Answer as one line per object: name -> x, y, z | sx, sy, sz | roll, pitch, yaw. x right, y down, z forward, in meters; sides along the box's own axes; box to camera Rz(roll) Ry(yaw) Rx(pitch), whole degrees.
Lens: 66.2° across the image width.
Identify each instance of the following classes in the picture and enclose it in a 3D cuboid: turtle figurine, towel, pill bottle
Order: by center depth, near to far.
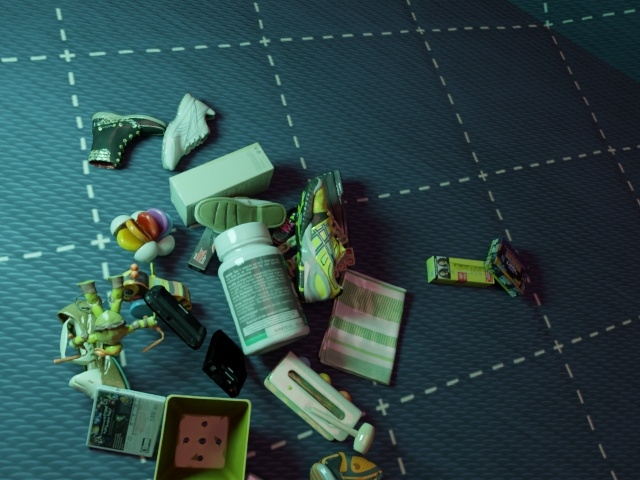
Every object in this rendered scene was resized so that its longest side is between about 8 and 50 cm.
turtle figurine -> -0.549, 0.206, 1.242 | 0.269, 0.087, 0.217 | -11, 94, -13
pill bottle -> -0.183, 0.142, 1.462 | 0.204, 0.204, 0.361 | -16, 75, -20
towel -> 0.144, 0.273, 1.593 | 0.247, 0.038, 0.325 | 19, 65, -8

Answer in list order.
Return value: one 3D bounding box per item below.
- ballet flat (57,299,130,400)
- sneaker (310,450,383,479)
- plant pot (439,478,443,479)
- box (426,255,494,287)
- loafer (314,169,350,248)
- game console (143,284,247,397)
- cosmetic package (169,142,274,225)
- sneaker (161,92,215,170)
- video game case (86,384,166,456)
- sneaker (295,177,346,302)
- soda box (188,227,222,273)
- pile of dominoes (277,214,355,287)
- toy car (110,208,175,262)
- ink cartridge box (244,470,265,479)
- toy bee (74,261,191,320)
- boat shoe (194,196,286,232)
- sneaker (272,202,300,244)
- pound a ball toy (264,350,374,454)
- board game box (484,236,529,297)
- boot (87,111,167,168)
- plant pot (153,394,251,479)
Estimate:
ballet flat -> -0.618, 0.319, 1.310 | 0.124, 0.116, 0.342 | -7, 67, -53
sneaker -> 0.124, 0.716, 1.326 | 0.180, 0.125, 0.321 | -10, 55, -38
plant pot -> 0.313, 0.857, 1.291 | 0.280, 0.323, 0.323 | -33, 80, -7
box -> 0.495, 0.113, 1.739 | 0.232, 0.058, 0.087 | 8, 66, -13
loafer -> 0.043, -0.094, 1.682 | 0.095, 0.109, 0.303 | -8, 74, 4
game console -> -0.330, 0.258, 1.333 | 0.044, 0.213, 0.361 | -40, 102, 4
cosmetic package -> -0.316, -0.180, 1.576 | 0.309, 0.160, 0.113 | -26, 77, -24
sneaker -> -0.444, -0.358, 1.641 | 0.129, 0.111, 0.297 | 22, 66, -13
video game case -> -0.507, 0.472, 1.280 | 0.173, 0.022, 0.190 | 15, 109, -10
sneaker -> 0.000, 0.000, 1.528 | 0.147, 0.145, 0.385 | 2, 88, -10
soda box -> -0.354, 0.017, 1.546 | 0.060, 0.053, 0.169 | 24, 66, -5
pile of dominoes -> -0.020, 0.052, 1.580 | 0.251, 0.040, 0.196 | -35, 81, -1
toy car -> -0.511, -0.034, 1.456 | 0.159, 0.136, 0.182 | 44, 23, 6
ink cartridge box -> -0.130, 0.839, 1.280 | 0.324, 0.071, 0.330 | 31, 66, -4
toy bee -> -0.490, 0.144, 1.358 | 0.298, 0.162, 0.195 | -10, 53, -44
boat shoe -> -0.261, -0.082, 1.547 | 0.302, 0.103, 0.113 | 3, 98, -37
sneaker -> -0.102, -0.062, 1.634 | 0.063, 0.075, 0.170 | 37, 65, 1
pound a ball toy -> 0.009, 0.448, 1.394 | 0.319, 0.208, 0.136 | 39, 65, 3
board game box -> 0.673, 0.096, 1.762 | 0.170, 0.048, 0.141 | 44, 52, -15
boot -> -0.624, -0.316, 1.587 | 0.236, 0.085, 0.179 | 5, 71, -10
plant pot -> -0.306, 0.527, 1.287 | 0.212, 0.187, 0.212 | 8, 68, -12
